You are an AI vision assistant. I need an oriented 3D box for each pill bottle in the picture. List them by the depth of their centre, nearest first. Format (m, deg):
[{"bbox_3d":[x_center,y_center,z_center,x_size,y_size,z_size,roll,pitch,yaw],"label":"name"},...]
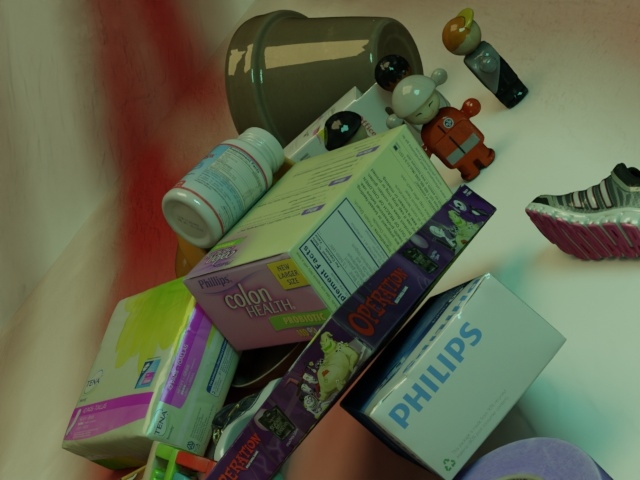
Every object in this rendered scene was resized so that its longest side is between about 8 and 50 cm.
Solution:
[{"bbox_3d":[-0.116,-0.070,1.435,0.087,0.087,0.160,-22,21,52],"label":"pill bottle"}]

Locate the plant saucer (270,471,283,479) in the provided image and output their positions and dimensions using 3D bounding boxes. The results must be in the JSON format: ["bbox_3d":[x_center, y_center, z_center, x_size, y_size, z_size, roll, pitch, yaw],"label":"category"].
[{"bbox_3d":[-0.118,0.299,1.170,0.195,0.037,0.195,-41,18,17],"label":"plant saucer"}]

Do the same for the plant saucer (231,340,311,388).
[{"bbox_3d":[-0.045,0.120,1.407,0.168,0.029,0.168,-40,20,17],"label":"plant saucer"}]

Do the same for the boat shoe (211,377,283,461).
[{"bbox_3d":[-0.084,0.211,1.204,0.083,0.065,0.183,-30,6,26],"label":"boat shoe"}]

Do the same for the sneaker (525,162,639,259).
[{"bbox_3d":[0.252,-0.029,1.010,0.074,0.063,0.170,-52,24,-17],"label":"sneaker"}]

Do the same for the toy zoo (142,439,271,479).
[{"bbox_3d":[-0.114,0.295,1.046,0.293,0.030,0.192,-3,70,61],"label":"toy zoo"}]

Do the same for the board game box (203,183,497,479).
[{"bbox_3d":[0.037,0.083,1.019,0.208,0.056,0.347,-59,-9,28],"label":"board game box"}]

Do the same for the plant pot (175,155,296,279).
[{"bbox_3d":[-0.112,0.006,1.566,0.205,0.205,0.188,-59,6,-34],"label":"plant pot"}]

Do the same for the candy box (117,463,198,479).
[{"bbox_3d":[-0.233,0.328,1.342,0.187,0.053,0.109,-31,22,36],"label":"candy box"}]

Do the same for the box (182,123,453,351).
[{"bbox_3d":[0.000,0.000,1.345,0.214,0.117,0.243,-15,26,50],"label":"box"}]

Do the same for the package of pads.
[{"bbox_3d":[-0.210,0.167,1.475,0.296,0.101,0.229,-21,45,56],"label":"package of pads"}]

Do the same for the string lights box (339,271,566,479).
[{"bbox_3d":[0.093,0.107,0.916,0.133,0.077,0.259,-49,-1,-7],"label":"string lights box"}]

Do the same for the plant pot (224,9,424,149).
[{"bbox_3d":[0.025,-0.234,1.733,0.229,0.263,0.263,-8,38,33],"label":"plant pot"}]

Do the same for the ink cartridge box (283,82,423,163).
[{"bbox_3d":[0.044,-0.129,1.605,0.198,0.115,0.067,-40,19,17],"label":"ink cartridge box"}]

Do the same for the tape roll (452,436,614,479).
[{"bbox_3d":[0.124,0.222,0.723,0.189,0.080,0.189,-40,18,16],"label":"tape roll"}]

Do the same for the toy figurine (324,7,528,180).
[{"bbox_3d":[0.129,-0.166,1.439,0.213,0.148,0.209,-22,29,52],"label":"toy figurine"}]
